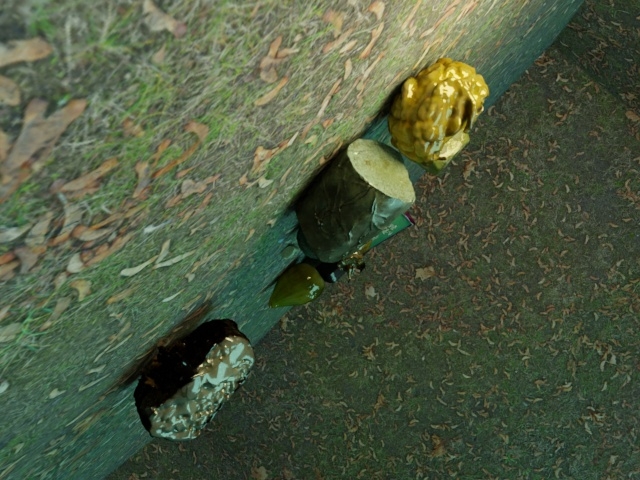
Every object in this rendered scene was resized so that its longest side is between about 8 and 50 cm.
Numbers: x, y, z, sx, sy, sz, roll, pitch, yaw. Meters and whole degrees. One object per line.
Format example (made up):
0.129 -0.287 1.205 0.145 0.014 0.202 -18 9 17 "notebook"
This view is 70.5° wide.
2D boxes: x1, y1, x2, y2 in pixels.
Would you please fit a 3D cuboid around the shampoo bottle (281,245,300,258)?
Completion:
-0.094 0.038 1.526 0.049 0.034 0.141 -53 172 6 "shampoo bottle"

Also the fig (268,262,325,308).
-0.102 0.187 1.859 0.234 0.167 0.167 -23 176 9 "fig"

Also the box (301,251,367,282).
0.095 0.047 2.042 0.350 0.058 0.211 -41 -146 -26 "box"

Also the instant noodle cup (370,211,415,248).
0.174 -0.095 1.548 0.190 0.251 0.251 -38 175 14 "instant noodle cup"

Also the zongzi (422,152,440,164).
0.289 -0.309 1.227 0.079 0.160 0.176 -35 170 -33 "zongzi"

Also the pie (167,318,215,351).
-0.393 0.301 1.356 0.088 0.033 0.191 -41 174 34 "pie"

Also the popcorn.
0.272 -0.305 1.056 0.250 0.190 0.250 -51 168 -16 "popcorn"

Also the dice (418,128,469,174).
0.416 -0.353 1.629 0.166 0.169 0.169 -45 173 0 "dice"

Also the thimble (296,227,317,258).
-0.005 -0.015 1.377 0.090 0.118 0.135 -32 -161 38 "thimble"

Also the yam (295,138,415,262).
0.064 -0.091 1.095 0.202 0.202 0.271 15 133 -29 "yam"

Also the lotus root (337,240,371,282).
0.075 -0.025 1.280 0.154 0.277 0.154 -3 155 -1 "lotus root"

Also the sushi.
-0.347 0.351 1.210 0.348 0.208 0.234 -44 132 -15 "sushi"
